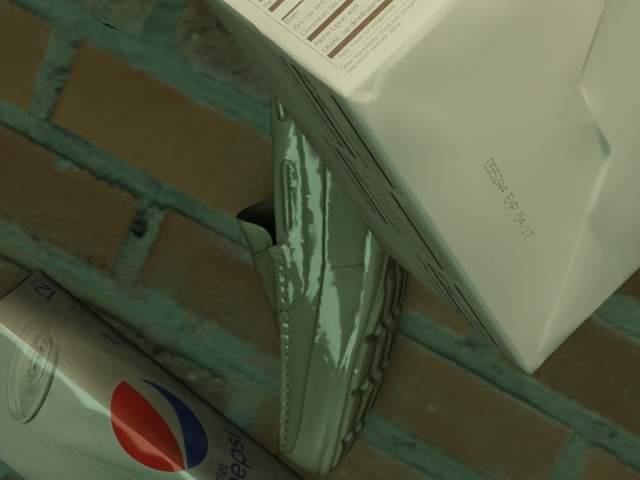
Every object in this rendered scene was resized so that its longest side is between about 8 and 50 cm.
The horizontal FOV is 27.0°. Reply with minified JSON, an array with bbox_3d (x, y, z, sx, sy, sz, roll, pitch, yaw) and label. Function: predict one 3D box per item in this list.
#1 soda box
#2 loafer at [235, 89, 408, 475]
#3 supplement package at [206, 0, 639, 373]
[{"bbox_3d":[-0.139,0.155,0.981,0.286,0.091,0.098,39,113,-2],"label":"soda box"},{"bbox_3d":[0.000,0.000,0.887,0.111,0.112,0.320,11,104,15],"label":"loafer"},{"bbox_3d":[0.096,-0.096,0.696,0.204,0.145,0.262,-44,139,-5],"label":"supplement package"}]
